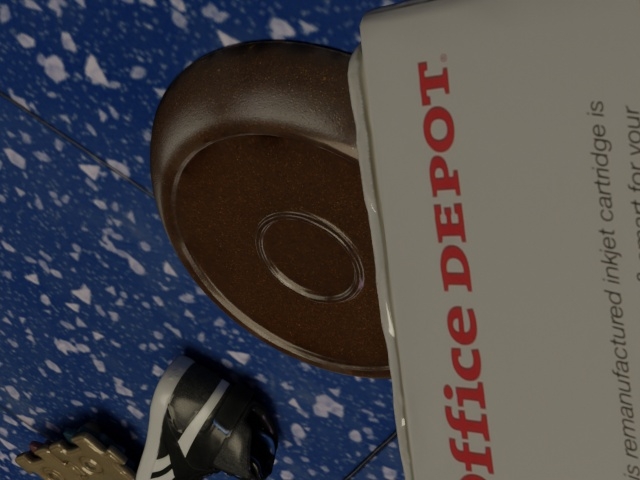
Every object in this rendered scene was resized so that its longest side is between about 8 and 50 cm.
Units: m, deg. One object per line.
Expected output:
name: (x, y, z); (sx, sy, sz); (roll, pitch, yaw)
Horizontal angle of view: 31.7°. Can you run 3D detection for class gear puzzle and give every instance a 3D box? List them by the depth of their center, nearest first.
gear puzzle: (-0.175, 0.320, 1.272); (0.339, 0.044, 0.175); (46, 137, -19)

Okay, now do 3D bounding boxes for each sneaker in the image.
sneaker: (-0.105, 0.211, 1.077); (0.121, 0.079, 0.217); (26, 139, 11)

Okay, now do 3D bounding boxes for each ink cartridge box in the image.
ink cartridge box: (0.224, 0.012, 0.475); (0.395, 0.166, 0.285); (-1, 98, 43)

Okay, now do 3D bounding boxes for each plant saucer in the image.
plant saucer: (0.000, 0.000, 0.820); (0.311, 0.050, 0.310); (19, 139, 18)
